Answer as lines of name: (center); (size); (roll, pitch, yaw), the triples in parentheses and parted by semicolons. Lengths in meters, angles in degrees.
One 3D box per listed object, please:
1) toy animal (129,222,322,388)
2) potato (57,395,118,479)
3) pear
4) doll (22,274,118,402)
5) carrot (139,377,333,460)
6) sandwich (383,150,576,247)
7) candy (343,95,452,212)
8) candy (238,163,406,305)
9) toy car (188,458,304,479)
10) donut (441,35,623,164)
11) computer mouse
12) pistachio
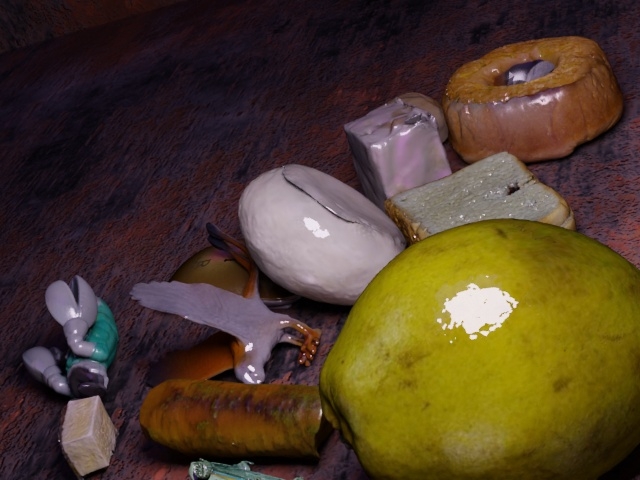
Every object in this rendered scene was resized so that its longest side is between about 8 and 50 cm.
toy animal: (-0.120, 0.117, 1.739); (0.302, 0.225, 0.284); (18, 45, 19)
potato: (-0.349, 0.295, 1.643); (0.061, 0.086, 0.122); (-24, 22, 3)
pear: (0.205, 0.136, 1.276); (0.413, 0.352, 0.352); (-20, 27, -14)
doll: (-0.407, 0.164, 1.824); (0.258, 0.153, 0.195); (14, 81, 65)
carrot: (-0.111, 0.250, 1.525); (0.301, 0.114, 0.114); (-2, 35, 27)
sandwich: (0.259, -0.026, 1.739); (0.249, 0.095, 0.273); (-23, 28, -5)
candy: (0.141, -0.137, 1.914); (0.137, 0.195, 0.185); (-26, 25, -10)
candy: (0.000, 0.000, 1.735); (0.185, 0.295, 0.295); (-56, 27, 11)
toy car: (-0.096, 0.325, 1.431); (0.186, 0.058, 0.093); (5, -5, 42)
donut: (0.381, -0.251, 1.979); (0.317, 0.150, 0.299); (-25, 32, -4)
computer mouse: (-0.149, 0.063, 1.908); (0.310, 0.072, 0.158); (-4, 36, 30)
pistachio: (0.167, -0.219, 2.123); (0.185, 0.124, 0.124); (-28, 24, 26)
